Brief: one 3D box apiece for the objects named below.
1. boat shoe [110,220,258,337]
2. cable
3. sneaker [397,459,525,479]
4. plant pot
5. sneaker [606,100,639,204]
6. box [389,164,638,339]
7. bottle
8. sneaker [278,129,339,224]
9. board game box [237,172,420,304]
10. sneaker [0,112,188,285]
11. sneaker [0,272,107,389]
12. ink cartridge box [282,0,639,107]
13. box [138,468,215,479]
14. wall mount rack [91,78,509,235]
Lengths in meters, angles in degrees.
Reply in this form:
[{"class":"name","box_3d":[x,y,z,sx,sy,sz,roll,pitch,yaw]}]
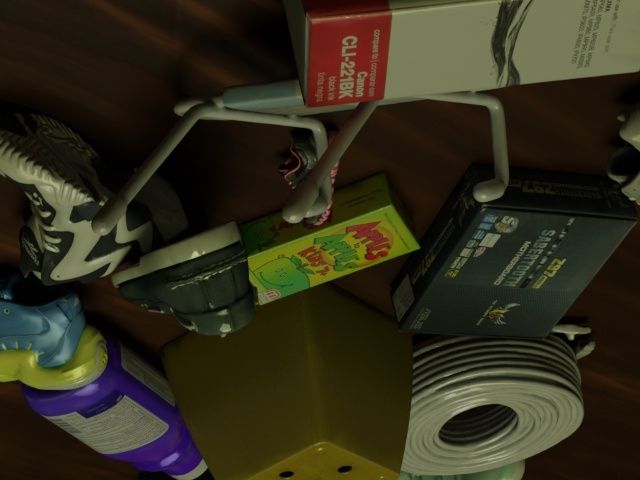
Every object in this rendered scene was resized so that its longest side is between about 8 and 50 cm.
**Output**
[{"class":"boat shoe","box_3d":[-0.124,0.052,1.690,0.116,0.099,0.319,-22,179,-14]},{"class":"cable","box_3d":[0.185,0.194,2.102,0.257,0.089,0.257,2,144,-18]},{"class":"sneaker","box_3d":[0.122,0.300,2.227,0.256,0.094,0.151,-20,151,17]},{"class":"plant pot","box_3d":[-0.022,0.188,1.947,0.212,0.187,0.212,-31,142,26]},{"class":"sneaker","box_3d":[0.350,-0.061,1.791,0.121,0.099,0.262,-7,139,7]},{"class":"box","box_3d":[0.201,0.018,1.877,0.183,0.059,0.232,4,143,-23]},{"class":"bottle","box_3d":[-0.215,0.190,1.977,0.118,0.092,0.283,-19,146,20]},{"class":"sneaker","box_3d":[-0.014,-0.062,1.719,0.057,0.047,0.119,1,137,-7]},{"class":"board game box","box_3d":[0.000,0.000,1.807,0.181,0.043,0.092,-20,145,13]},{"class":"sneaker","box_3d":[-0.254,-0.022,1.655,0.153,0.094,0.235,-39,148,22]},{"class":"sneaker","box_3d":[-0.339,0.089,1.826,0.240,0.091,0.126,-4,115,12]},{"class":"ink cartridge box","box_3d":[0.107,-0.224,1.376,0.273,0.197,0.114,-7,146,-6]},{"class":"box","box_3d":[-0.083,0.452,2.219,0.183,0.296,0.294,-18,145,10]},{"class":"wall mount rack","box_3d":[-0.011,-0.074,1.477,0.350,0.130,0.304,-4,178,39]}]
